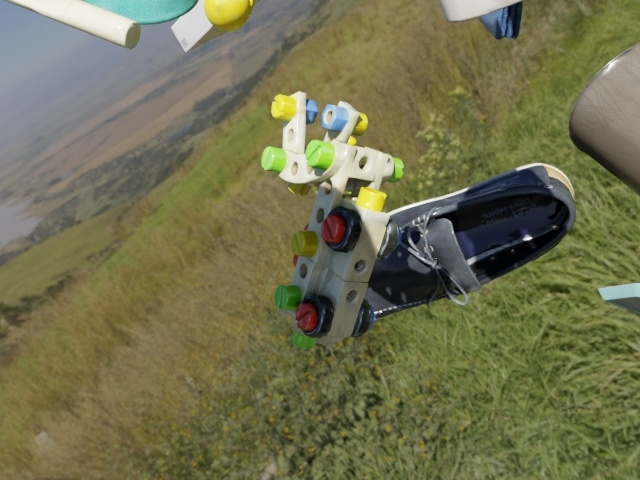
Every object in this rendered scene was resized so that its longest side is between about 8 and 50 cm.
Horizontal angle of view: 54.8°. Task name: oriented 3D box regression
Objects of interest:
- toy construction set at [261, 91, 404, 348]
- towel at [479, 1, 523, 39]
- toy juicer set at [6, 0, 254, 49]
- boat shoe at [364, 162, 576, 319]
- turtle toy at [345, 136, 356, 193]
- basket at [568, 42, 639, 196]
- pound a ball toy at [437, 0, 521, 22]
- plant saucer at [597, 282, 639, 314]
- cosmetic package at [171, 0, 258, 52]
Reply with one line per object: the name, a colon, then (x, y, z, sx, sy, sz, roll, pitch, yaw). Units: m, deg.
toy construction set: (0.000, 0.000, 0.744, 0.151, 0.327, 0.215, -10, 26, -29)
towel: (0.190, -0.273, 0.679, 0.029, 0.067, 0.119, -7, 42, -3)
toy juicer set: (-0.185, -0.283, 0.720, 0.209, 0.089, 0.329, 40, 59, 19)
boat shoe: (0.221, 0.018, 1.110, 0.500, 0.187, 0.156, -25, 14, 12)
turtle toy: (0.055, -0.142, 1.237, 0.095, 0.066, 0.130, -53, 16, 32)
basket: (0.393, -0.075, 0.601, 0.204, 0.154, 0.227, -1, 45, -32)
pound a ball toy: (0.053, -0.286, 0.344, 0.136, 0.319, 0.208, -11, 32, 34)
plant saucer: (0.458, 0.094, 0.807, 0.067, 0.192, 0.018, -27, 46, 65)
cosmetic package: (-0.180, -0.426, 1.122, 0.099, 0.060, 0.239, -36, 14, -31)
